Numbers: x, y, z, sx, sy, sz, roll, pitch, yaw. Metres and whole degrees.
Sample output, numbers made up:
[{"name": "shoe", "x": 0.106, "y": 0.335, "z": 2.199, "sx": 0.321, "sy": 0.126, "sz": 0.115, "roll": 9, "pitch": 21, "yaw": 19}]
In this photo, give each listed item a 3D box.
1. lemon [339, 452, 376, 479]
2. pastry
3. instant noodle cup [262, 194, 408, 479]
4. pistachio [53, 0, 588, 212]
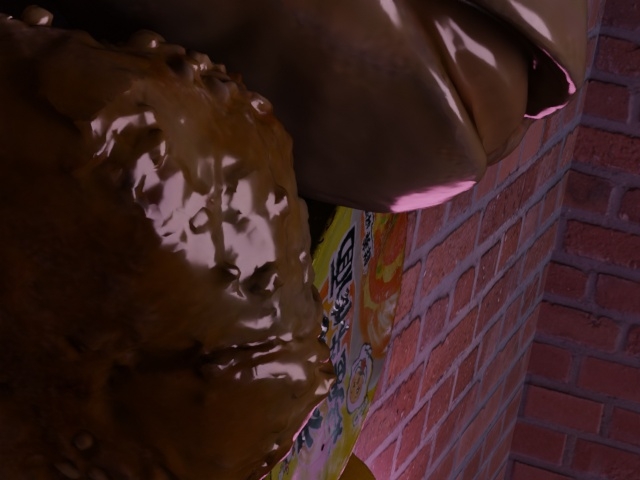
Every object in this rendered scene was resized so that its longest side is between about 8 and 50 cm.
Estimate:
[{"name": "lemon", "x": -0.025, "y": 0.268, "z": 1.682, "sx": 0.244, "sy": 0.186, "sz": 0.187, "roll": 81, "pitch": 26, "yaw": -74}, {"name": "pastry", "x": -0.125, "y": 0.007, "z": 0.953, "sx": 0.162, "sy": 0.255, "sz": 0.311, "roll": -78, "pitch": 162, "yaw": -49}, {"name": "instant noodle cup", "x": -0.075, "y": 0.052, "z": 1.262, "sx": 0.264, "sy": 0.200, "sz": 0.264, "roll": 14, "pitch": 90, "yaw": -74}, {"name": "pistachio", "x": -0.002, "y": -0.175, "z": 1.047, "sx": 0.281, "sy": 0.365, "sz": 0.445, "roll": -48, "pitch": 151, "yaw": 3}]
